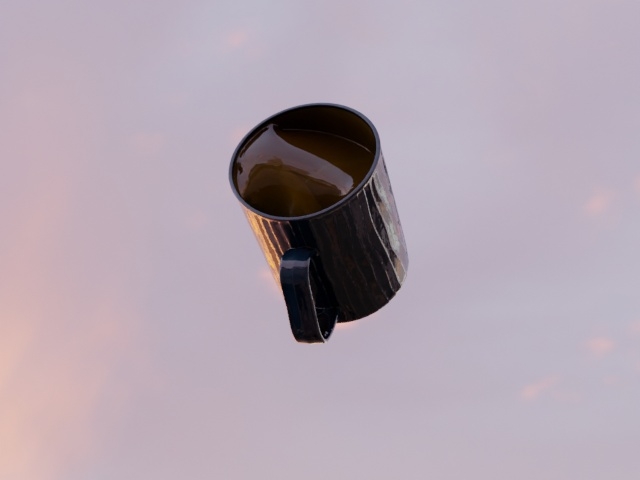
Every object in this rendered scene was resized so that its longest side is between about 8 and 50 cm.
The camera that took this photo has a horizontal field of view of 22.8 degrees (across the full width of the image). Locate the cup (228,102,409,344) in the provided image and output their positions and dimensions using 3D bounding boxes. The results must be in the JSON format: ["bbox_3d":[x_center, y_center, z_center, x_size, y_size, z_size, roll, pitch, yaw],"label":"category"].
[{"bbox_3d":[-0.007,-0.005,1.206,0.113,0.150,0.138,26,-28,33],"label":"cup"}]
